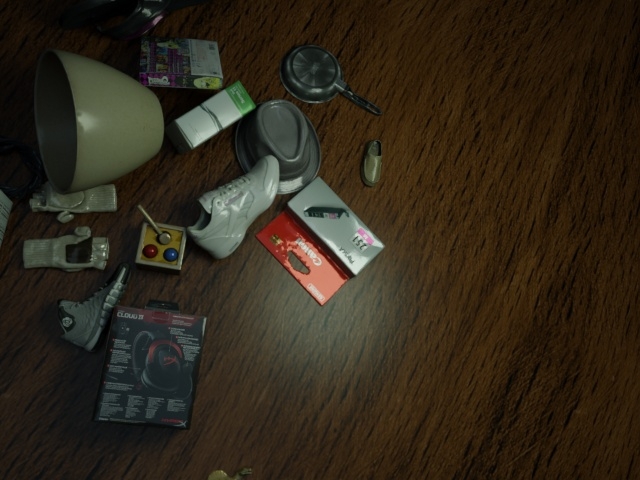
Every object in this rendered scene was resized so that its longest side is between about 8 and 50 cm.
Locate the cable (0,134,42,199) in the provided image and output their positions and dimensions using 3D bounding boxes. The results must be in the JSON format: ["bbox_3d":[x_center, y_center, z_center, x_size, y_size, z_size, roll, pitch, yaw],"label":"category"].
[{"bbox_3d":[-0.771,-0.181,1.404,0.185,0.047,0.150,21,65,-1],"label":"cable"}]

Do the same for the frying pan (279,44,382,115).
[{"bbox_3d":[0.019,-0.456,1.685,0.197,0.053,0.326,-40,85,-20],"label":"frying pan"}]

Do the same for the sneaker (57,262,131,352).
[{"bbox_3d":[-0.554,0.142,1.356,0.132,0.086,0.228,21,72,-6],"label":"sneaker"}]

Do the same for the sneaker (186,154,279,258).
[{"bbox_3d":[-0.217,-0.103,1.443,0.152,0.114,0.305,38,82,-36],"label":"sneaker"}]

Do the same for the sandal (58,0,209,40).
[{"bbox_3d":[-0.475,-0.623,1.543,0.446,0.167,0.107,-21,99,-19],"label":"sandal"}]

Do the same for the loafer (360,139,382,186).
[{"bbox_3d":[0.151,-0.231,1.655,0.056,0.050,0.148,6,74,-13],"label":"loafer"}]

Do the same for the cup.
[{"bbox_3d":[-0.526,-0.286,1.377,0.237,0.331,0.331,-10,78,-38],"label":"cup"}]

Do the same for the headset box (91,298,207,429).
[{"bbox_3d":[-0.396,0.286,1.344,0.218,0.110,0.293,9,74,-13],"label":"headset box"}]

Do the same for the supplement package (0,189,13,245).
[{"bbox_3d":[-0.846,-0.032,1.289,0.194,0.149,0.203,10,74,-12],"label":"supplement package"}]

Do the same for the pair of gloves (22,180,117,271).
[{"bbox_3d":[-0.622,-0.042,1.408,0.204,0.042,0.240,5,74,-13],"label":"pair of gloves"}]

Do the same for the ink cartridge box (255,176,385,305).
[{"bbox_3d":[0.000,0.000,1.552,0.275,0.060,0.239,46,68,1],"label":"ink cartridge box"}]

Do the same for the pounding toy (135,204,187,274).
[{"bbox_3d":[-0.405,0.000,1.422,0.130,0.100,0.141,10,74,-12],"label":"pounding toy"}]

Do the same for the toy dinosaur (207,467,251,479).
[{"bbox_3d":[-0.249,0.596,1.342,0.183,0.053,0.092,-8,63,-24],"label":"toy dinosaur"}]

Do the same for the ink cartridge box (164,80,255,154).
[{"bbox_3d":[-0.296,-0.322,1.500,0.208,0.153,0.087,-39,107,-21],"label":"ink cartridge box"}]

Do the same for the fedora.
[{"bbox_3d":[-0.108,-0.276,1.560,0.244,0.124,0.275,-7,77,-16],"label":"fedora"}]

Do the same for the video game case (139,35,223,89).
[{"bbox_3d":[-0.376,-0.481,1.525,0.210,0.041,0.232,-1,42,-16],"label":"video game case"}]
